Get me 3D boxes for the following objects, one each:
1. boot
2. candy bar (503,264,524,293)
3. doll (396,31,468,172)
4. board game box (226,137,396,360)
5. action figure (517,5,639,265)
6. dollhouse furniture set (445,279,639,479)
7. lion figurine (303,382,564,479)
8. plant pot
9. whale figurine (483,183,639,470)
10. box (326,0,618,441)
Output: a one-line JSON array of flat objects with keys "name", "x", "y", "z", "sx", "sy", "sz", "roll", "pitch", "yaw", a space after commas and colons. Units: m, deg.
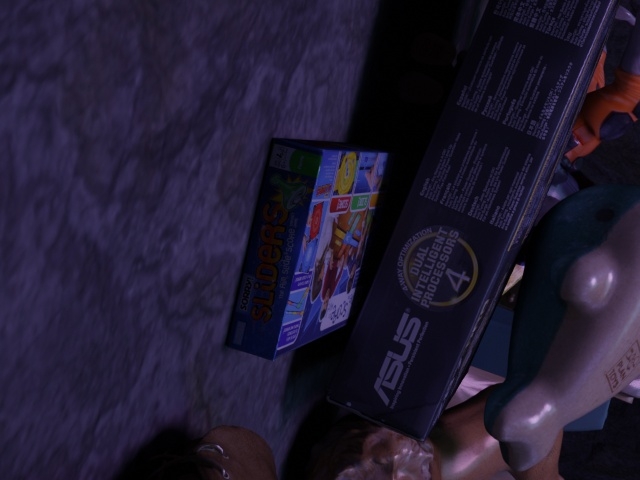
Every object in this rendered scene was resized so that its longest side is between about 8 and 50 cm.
[{"name": "boot", "x": -0.079, "y": 0.156, "z": 0.647, "sx": 0.305, "sy": 0.112, "sz": 0.115, "roll": 46, "pitch": 30, "yaw": -68}, {"name": "candy bar", "x": 0.199, "y": 0.035, "z": 1.308, "sx": 0.161, "sy": 0.040, "sz": 0.018, "roll": -39, "pitch": -166, "yaw": -19}, {"name": "doll", "x": 0.108, "y": -0.117, "z": 1.093, "sx": 0.189, "sy": 0.046, "sz": 0.129, "roll": 62, "pitch": 46, "yaw": -68}, {"name": "board game box", "x": 0.000, "y": 0.000, "z": 0.836, "sx": 0.201, "sy": 0.035, "sz": 0.136, "roll": -10, "pitch": 114, "yaw": -74}, {"name": "action figure", "x": 0.221, "y": -0.120, "z": 1.284, "sx": 0.330, "sy": 0.178, "sz": 0.341, "roll": -56, "pitch": -155, "yaw": 7}, {"name": "dollhouse furniture set", "x": 0.204, "y": 0.197, "z": 1.408, "sx": 0.174, "sy": 0.303, "sz": 0.356, "roll": -5, "pitch": -116, "yaw": 68}, {"name": "lion figurine", "x": 0.124, "y": 0.211, "z": 1.139, "sx": 0.392, "sy": 0.142, "sz": 0.240, "roll": -23, "pitch": 136, "yaw": -43}, {"name": "plant pot", "x": 0.310, "y": 0.176, "z": 1.748, "sx": 0.165, "sy": 0.234, "sz": 0.166, "roll": -43, "pitch": 146, "yaw": -63}, {"name": "whale figurine", "x": 0.220, "y": 0.068, "z": 1.074, "sx": 0.272, "sy": 0.141, "sz": 0.216, "roll": -50, "pitch": 145, "yaw": -11}, {"name": "box", "x": 0.145, "y": -0.051, "z": 1.027, "sx": 0.318, "sy": 0.097, "sz": 0.395, "roll": -26, "pitch": 138, "yaw": -78}]
